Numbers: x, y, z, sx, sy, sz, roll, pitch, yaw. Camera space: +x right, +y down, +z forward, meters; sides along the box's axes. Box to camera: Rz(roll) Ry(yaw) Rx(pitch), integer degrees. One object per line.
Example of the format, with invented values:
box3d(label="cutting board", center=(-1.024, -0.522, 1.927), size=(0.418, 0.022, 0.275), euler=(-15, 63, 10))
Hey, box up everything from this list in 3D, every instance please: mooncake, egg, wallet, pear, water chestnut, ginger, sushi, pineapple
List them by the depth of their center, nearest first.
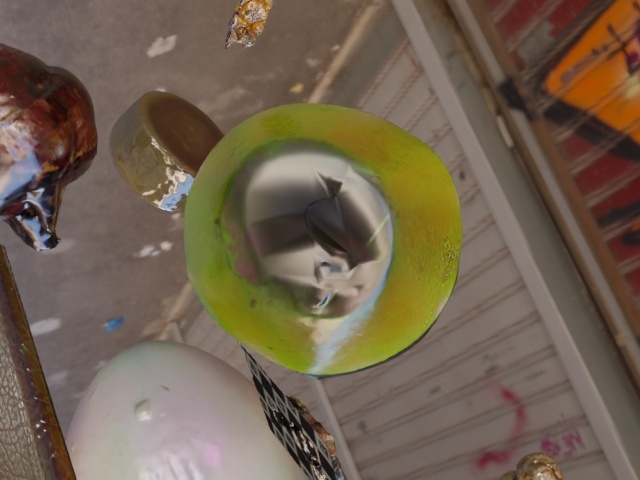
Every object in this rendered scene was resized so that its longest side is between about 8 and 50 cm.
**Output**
box3d(label="wallet", center=(-0.273, 0.138, 0.754), size=(0.133, 0.243, 0.039), euler=(-38, 156, 28))
box3d(label="sushi", center=(-0.017, 0.201, 0.961), size=(0.031, 0.201, 0.139), euler=(-27, 126, -18))
box3d(label="water chestnut", center=(-0.430, -0.124, 1.168), size=(0.289, 0.244, 0.289), euler=(-4, 164, -1))
box3d(label="pear", center=(0.002, -0.003, 1.180), size=(0.399, 0.399, 0.165), euler=(-24, -179, 2))
box3d(label="egg", center=(-0.221, 0.314, 1.305), size=(0.354, 0.339, 0.354), euler=(-21, -178, 1))
box3d(label="pineapple", center=(-0.090, -0.372, 1.308), size=(0.047, 0.221, 0.221), euler=(20, 152, -12))
box3d(label="ginger", center=(0.288, 0.385, 1.318), size=(0.104, 0.080, 0.204), euler=(-26, 156, -51))
box3d(label="mooncake", center=(-0.349, -0.202, 2.081), size=(0.155, 0.284, 0.284), euler=(-38, 161, 29))
